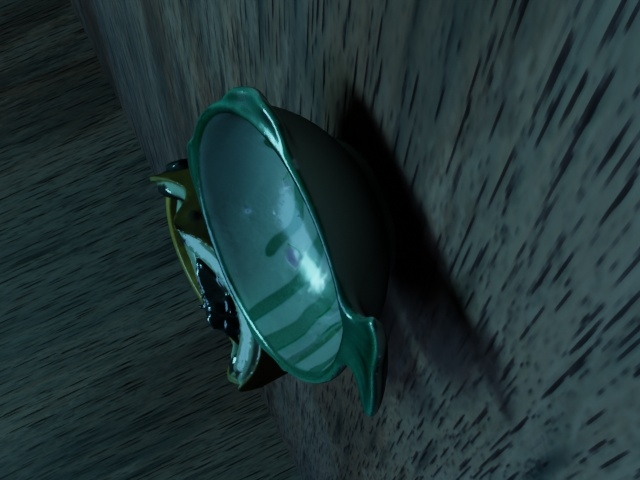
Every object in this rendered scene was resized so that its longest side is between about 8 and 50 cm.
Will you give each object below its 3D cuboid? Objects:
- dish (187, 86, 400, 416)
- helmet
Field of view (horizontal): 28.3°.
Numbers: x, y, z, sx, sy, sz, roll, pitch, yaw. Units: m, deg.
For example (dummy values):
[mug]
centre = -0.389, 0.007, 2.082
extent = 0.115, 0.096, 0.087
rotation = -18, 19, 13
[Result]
[dish]
centre = 0.000, 0.000, 0.840
extent = 0.246, 0.078, 0.224
rotation = 48, 149, 39
[helmet]
centre = -0.048, 0.016, 1.045
extent = 0.224, 0.130, 0.198
rotation = -138, 30, -73
